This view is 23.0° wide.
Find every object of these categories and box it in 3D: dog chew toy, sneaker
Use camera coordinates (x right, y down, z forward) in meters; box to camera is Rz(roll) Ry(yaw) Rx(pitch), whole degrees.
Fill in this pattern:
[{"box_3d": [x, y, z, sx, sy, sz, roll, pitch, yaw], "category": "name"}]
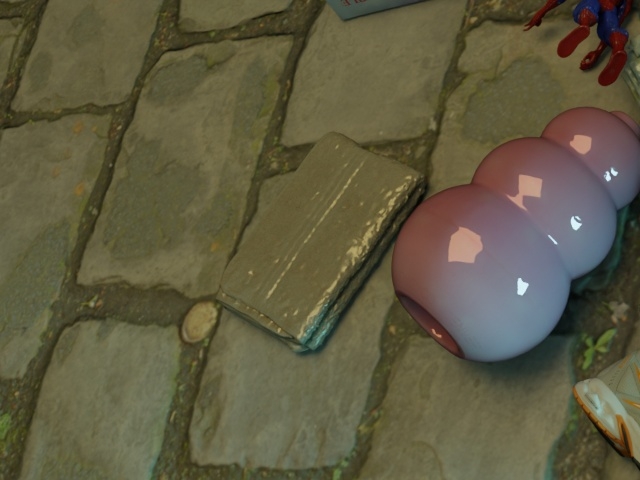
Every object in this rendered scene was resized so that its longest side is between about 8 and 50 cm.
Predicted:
[{"box_3d": [0.238, -0.020, 1.779, 0.332, 0.206, 0.206, -44, 46, -10], "category": "dog chew toy"}, {"box_3d": [0.372, 0.200, 1.603, 0.121, 0.099, 0.262, -40, 48, 0], "category": "sneaker"}]

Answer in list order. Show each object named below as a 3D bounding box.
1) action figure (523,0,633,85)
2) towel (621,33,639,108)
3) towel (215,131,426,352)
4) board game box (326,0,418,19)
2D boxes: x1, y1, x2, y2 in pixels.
[{"box_3d": [0.315, -0.251, 1.916, 0.139, 0.091, 0.280, -50, 8, 33], "category": "action figure"}, {"box_3d": [0.545, -0.174, 1.736, 0.374, 0.090, 0.321, -28, 52, 17], "category": "towel"}, {"box_3d": [0.000, 0.000, 2.025, 0.187, 0.049, 0.282, 28, 79, 41], "category": "towel"}, {"box_3d": [0.172, -0.484, 2.210, 0.318, 0.066, 0.318, -10, 57, 30], "category": "board game box"}]
